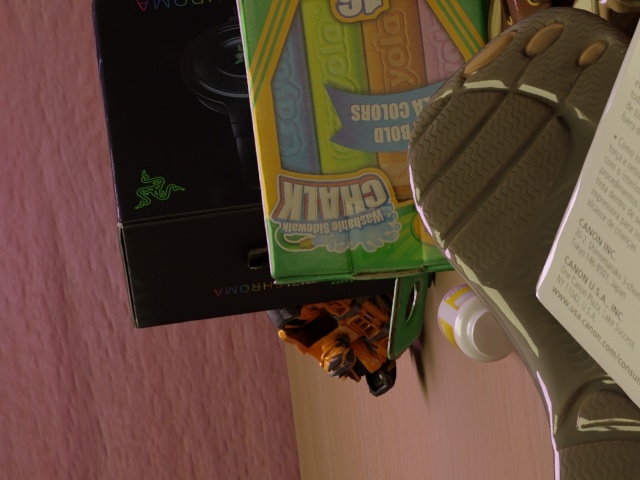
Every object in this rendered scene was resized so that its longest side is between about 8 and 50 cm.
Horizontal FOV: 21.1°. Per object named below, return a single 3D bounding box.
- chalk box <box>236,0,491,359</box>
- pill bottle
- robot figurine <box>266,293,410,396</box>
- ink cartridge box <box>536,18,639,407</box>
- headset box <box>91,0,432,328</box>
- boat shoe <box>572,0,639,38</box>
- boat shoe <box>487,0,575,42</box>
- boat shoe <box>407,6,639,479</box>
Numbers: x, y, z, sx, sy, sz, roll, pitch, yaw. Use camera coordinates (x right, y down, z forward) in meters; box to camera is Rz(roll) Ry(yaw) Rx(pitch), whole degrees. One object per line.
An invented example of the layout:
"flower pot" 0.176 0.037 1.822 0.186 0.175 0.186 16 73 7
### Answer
"chalk box" 0.046 -0.047 0.912 0.132 0.132 0.213 -30 -67 -73
"pill bottle" 0.102 0.053 1.079 0.083 0.043 0.043 -139 42 -81
"robot figurine" 0.000 0.000 1.520 0.211 0.085 0.291 37 -154 -39
"ink cartridge box" 0.147 -0.028 0.393 0.181 0.056 0.225 51 132 46
"headset box" -0.050 -0.074 1.394 0.131 0.246 0.283 89 172 -49
"boat shoe" 0.126 -0.093 0.648 0.153 0.056 0.048 96 156 -71
"boat shoe" 0.107 -0.125 0.759 0.178 0.064 0.060 80 173 -50
"boat shoe" 0.135 0.058 0.551 0.116 0.123 0.324 39 -155 -46
